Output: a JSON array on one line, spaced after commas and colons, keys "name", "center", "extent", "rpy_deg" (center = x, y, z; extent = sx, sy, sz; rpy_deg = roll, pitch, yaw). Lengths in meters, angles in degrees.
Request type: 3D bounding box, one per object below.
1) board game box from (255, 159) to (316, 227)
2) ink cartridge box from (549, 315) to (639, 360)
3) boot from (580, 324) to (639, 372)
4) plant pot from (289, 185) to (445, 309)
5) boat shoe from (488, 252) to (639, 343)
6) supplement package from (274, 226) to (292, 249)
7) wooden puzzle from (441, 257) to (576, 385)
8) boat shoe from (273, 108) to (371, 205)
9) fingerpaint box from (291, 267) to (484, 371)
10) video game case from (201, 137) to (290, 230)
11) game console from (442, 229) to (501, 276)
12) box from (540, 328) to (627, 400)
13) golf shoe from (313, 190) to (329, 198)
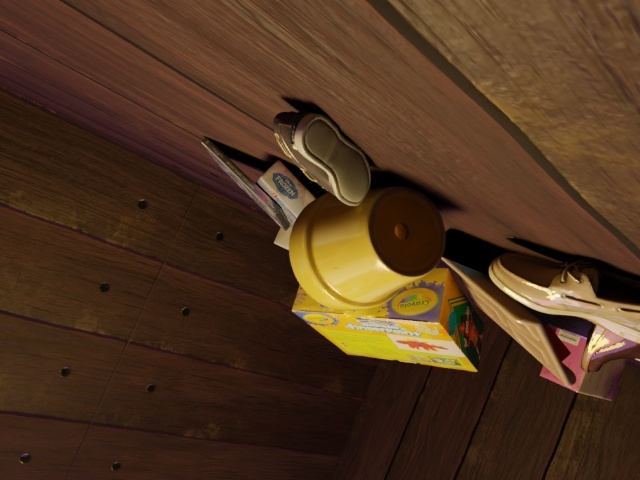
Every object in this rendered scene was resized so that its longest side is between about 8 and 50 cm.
[{"name": "board game box", "center": [-0.037, -0.057, 1.290], "extent": [0.318, 0.066, 0.319], "rpy_deg": [46, 174, -10]}, {"name": "ink cartridge box", "center": [0.692, 0.191, 1.266], "extent": [0.275, 0.060, 0.239], "rpy_deg": [22, -158, 20]}, {"name": "boot", "center": [0.684, 0.238, 1.051], "extent": [0.207, 0.090, 0.248], "rpy_deg": [18, 141, 26]}, {"name": "plant pot", "center": [0.098, 0.002, 0.944], "extent": [0.254, 0.253, 0.239], "rpy_deg": [25, 160, -19]}, {"name": "boat shoe", "center": [0.452, 0.077, 0.861], "extent": [0.303, 0.109, 0.098], "rpy_deg": [22, 137, 23]}, {"name": "supplement package", "center": [0.000, 0.000, 1.945], "extent": [0.178, 0.175, 0.293], "rpy_deg": [22, 177, 42]}, {"name": "wooden puzzle", "center": [0.440, 0.152, 1.151], "extent": [0.348, 0.080, 0.322], "rpy_deg": [43, -175, -38]}, {"name": "boat shoe", "center": [0.010, -0.126, 0.760], "extent": [0.069, 0.081, 0.228], "rpy_deg": [25, 171, 34]}, {"name": "fingerpaint box", "center": [0.207, 0.224, 1.458], "extent": [0.445, 0.163, 0.371], "rpy_deg": [-1, 149, 34]}, {"name": "video game case", "center": [-0.195, -0.145, 1.327], "extent": [0.274, 0.026, 0.196], "rpy_deg": [45, 175, 11]}, {"name": "game console", "center": [0.326, 0.031, 1.092], "extent": [0.122, 0.071, 0.107], "rpy_deg": [23, 177, 7]}, {"name": "box", "center": [0.789, 0.337, 1.456], "extent": [0.243, 0.213, 0.117], "rpy_deg": [21, 179, -36]}, {"name": "golf shoe", "center": [0.065, -0.070, 1.247], "extent": [0.198, 0.077, 0.094], "rpy_deg": [21, 176, 13]}]
